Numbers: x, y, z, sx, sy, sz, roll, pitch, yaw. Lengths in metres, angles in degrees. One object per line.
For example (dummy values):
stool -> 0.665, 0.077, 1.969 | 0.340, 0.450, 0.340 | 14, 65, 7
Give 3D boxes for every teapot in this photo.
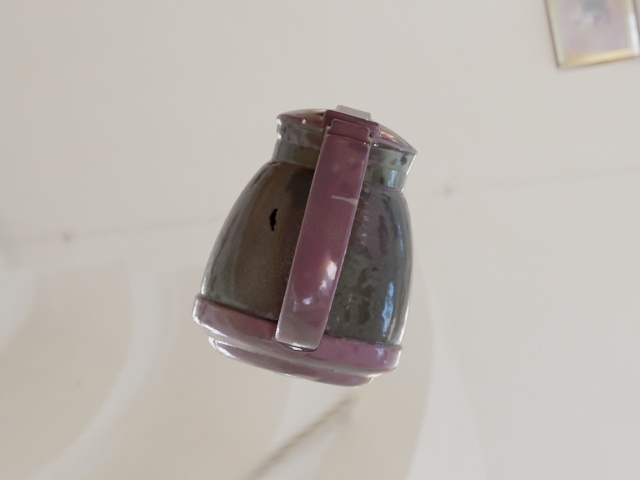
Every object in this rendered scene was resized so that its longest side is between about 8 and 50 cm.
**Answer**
teapot -> -0.008, -0.002, 0.934 | 0.116, 0.148, 0.146 | 15, -88, 28
